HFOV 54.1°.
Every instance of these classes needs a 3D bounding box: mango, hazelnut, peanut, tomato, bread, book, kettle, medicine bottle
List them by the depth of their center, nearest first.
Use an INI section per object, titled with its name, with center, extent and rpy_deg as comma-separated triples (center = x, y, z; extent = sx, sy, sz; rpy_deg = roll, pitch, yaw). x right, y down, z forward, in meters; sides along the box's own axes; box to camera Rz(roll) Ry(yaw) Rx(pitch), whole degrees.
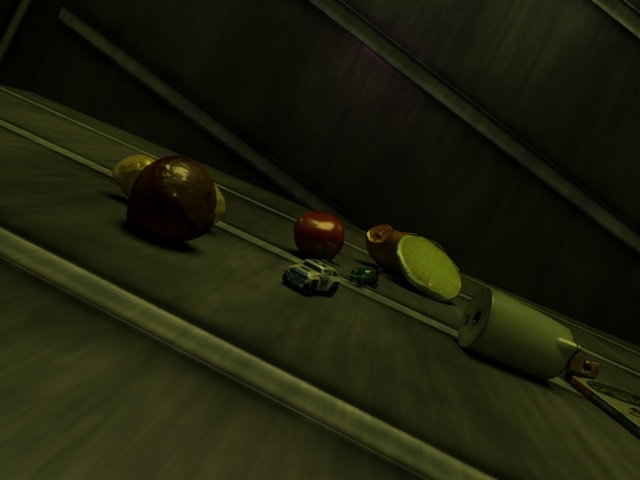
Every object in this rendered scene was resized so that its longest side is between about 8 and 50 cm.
[hazelnut]
center = -0.338, -0.086, 1.386
extent = 0.208, 0.208, 0.208
rpy_deg = 23, 7, -3
[book]
center = 0.818, 0.448, 1.532
extent = 0.260, 0.043, 0.371
rpy_deg = 20, 7, -11
[kettle]
center = 0.491, 0.247, 1.604
extent = 0.255, 0.165, 0.240
rpy_deg = 23, -22, -7
[peanut]
center = -0.397, -0.131, 1.657
extent = 0.306, 0.147, 0.147
rpy_deg = 17, 8, -22
[tomato]
center = -0.004, -0.017, 1.951
extent = 0.167, 0.167, 0.167
rpy_deg = 23, 7, -3
[medicine bottle]
center = 0.040, 0.037, 2.134
extent = 0.051, 0.051, 0.191
rpy_deg = 21, 8, -14
[bread]
center = 0.391, 0.094, 2.283
extent = 0.301, 0.045, 0.301
rpy_deg = 24, 41, -23
[mango]
center = 0.307, 0.042, 2.431
extent = 0.359, 0.187, 0.144
rpy_deg = 18, 41, -32

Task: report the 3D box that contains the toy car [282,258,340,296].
[toy car]
center = -0.012, 0.087, 1.495
extent = 0.080, 0.070, 0.171
rpy_deg = 26, 8, 30

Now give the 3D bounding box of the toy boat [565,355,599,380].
[toy boat]
center = 0.737, 0.361, 1.761
extent = 0.077, 0.057, 0.200
rpy_deg = 15, -11, 19

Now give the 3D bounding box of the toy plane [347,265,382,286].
[toy plane]
center = 0.137, 0.103, 1.914
extent = 0.096, 0.060, 0.235
rpy_deg = 16, 3, 6
